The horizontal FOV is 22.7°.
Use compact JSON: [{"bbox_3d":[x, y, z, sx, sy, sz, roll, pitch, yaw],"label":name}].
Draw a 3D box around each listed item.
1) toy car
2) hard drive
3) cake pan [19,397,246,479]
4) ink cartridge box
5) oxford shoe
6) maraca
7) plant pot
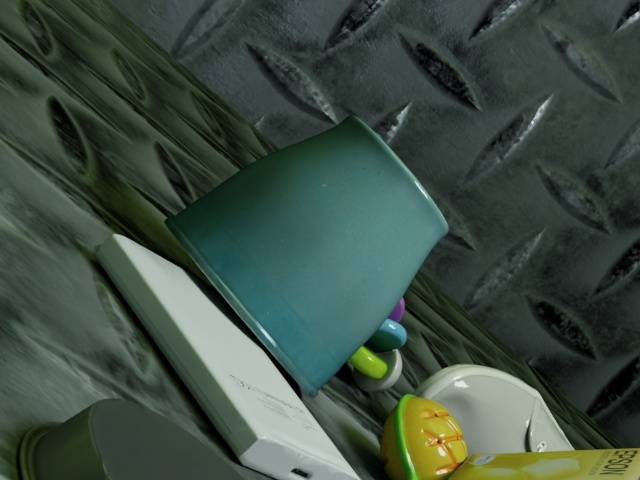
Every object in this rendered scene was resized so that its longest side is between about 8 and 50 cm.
[{"bbox_3d":[0.052,0.108,2.176,0.159,0.136,0.182,38,10,-41],"label":"toy car"},{"bbox_3d":[-0.096,0.132,1.646,0.307,0.040,0.203,49,9,36],"label":"hard drive"},{"bbox_3d":[-0.089,0.222,1.151,0.293,0.054,0.293,43,8,-8],"label":"cake pan"},{"bbox_3d":[0.273,0.285,1.701,0.303,0.307,0.072,-18,99,-70],"label":"ink cartridge box"},{"bbox_3d":[0.280,0.315,2.181,0.449,0.169,0.130,45,7,-36],"label":"oxford shoe"},{"bbox_3d":[0.124,0.266,1.881,0.127,0.099,0.185,43,31,-39],"label":"maraca"},{"bbox_3d":[0.000,0.000,1.868,0.271,0.255,0.271,50,-3,4],"label":"plant pot"}]
